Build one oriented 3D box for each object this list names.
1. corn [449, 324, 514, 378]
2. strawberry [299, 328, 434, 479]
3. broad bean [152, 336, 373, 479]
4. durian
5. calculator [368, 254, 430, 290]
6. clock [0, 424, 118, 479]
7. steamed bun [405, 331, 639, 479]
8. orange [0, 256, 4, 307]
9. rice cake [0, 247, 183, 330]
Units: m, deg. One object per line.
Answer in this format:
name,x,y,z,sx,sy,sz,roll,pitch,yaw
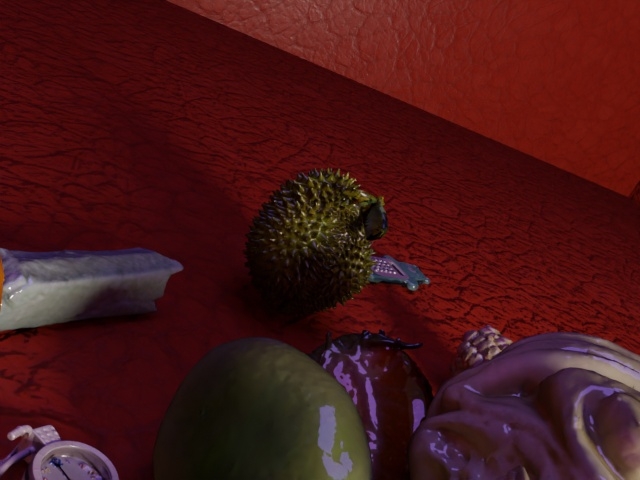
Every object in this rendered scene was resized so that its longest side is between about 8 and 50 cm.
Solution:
corn,0.261,0.223,0.799,0.127,0.126,0.335,9,27,-37
strawberry,0.038,0.185,0.625,0.174,0.098,0.228,-19,49,-14
broad bean,-0.044,0.179,0.526,0.100,0.169,0.228,61,21,-49
durian,-0.015,-0.001,0.868,0.159,0.198,0.146,-3,41,-13
calculator,0.114,0.049,1.140,0.141,0.019,0.094,9,26,-36
clock,-0.201,0.174,0.491,0.087,0.041,0.129,38,19,15
steamed bun,0.200,0.210,0.516,0.275,0.206,0.320,20,50,-38
orange,-0.320,0.032,0.485,0.193,0.193,0.161,24,35,-7
rice cake,-0.238,0.042,0.706,0.069,0.063,0.206,34,21,31
